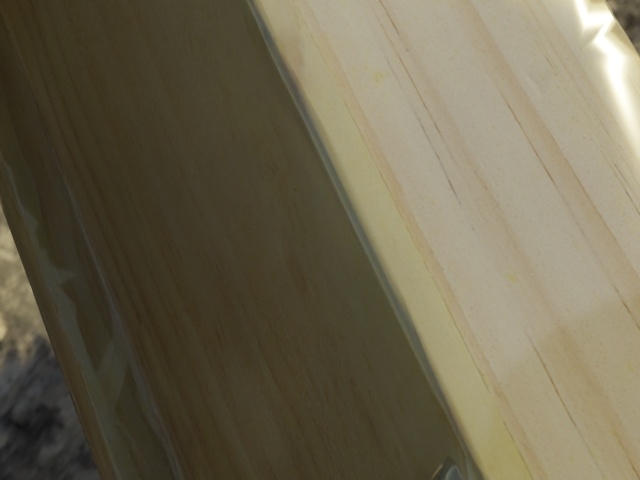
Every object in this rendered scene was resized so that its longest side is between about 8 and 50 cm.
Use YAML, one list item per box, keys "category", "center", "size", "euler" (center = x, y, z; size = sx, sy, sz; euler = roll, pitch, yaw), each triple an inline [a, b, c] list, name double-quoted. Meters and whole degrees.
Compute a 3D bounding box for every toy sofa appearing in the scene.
- category: "toy sofa"
  center: [0.000, 0.000, 0.532]
  size: [0.177, 0.150, 0.362]
  euler: [-5, 53, -30]
